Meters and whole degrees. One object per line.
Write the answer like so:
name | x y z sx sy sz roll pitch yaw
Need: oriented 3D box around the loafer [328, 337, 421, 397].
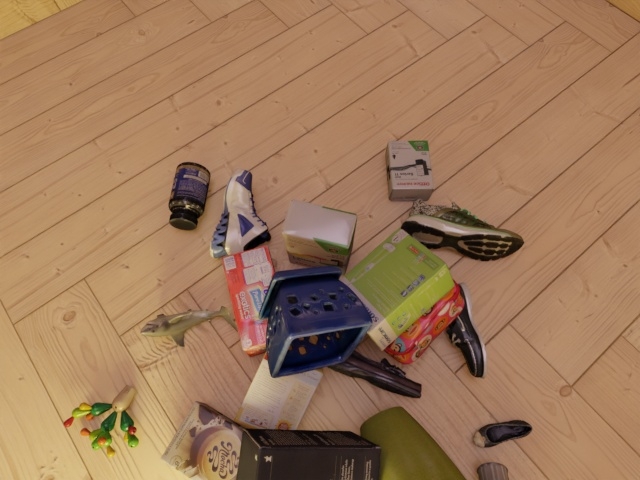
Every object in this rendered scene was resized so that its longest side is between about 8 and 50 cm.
loafer | 0.161 0.376 1.283 0.302 0.109 0.095 17 63 11

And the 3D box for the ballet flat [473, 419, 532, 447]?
ballet flat | 0.519 0.549 1.233 0.172 0.049 0.058 -14 66 -6

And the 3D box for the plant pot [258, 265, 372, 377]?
plant pot | -0.033 0.205 1.152 0.235 0.236 0.212 -6 52 -26

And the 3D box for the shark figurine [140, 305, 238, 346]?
shark figurine | -0.411 0.274 1.350 0.277 0.166 0.116 -8 91 -22

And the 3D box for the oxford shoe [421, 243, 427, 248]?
oxford shoe | 0.246 0.056 1.425 0.227 0.096 0.083 -21 67 -2

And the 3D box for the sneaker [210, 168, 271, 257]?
sneaker | -0.249 -0.073 1.481 0.182 0.127 0.316 11 73 1

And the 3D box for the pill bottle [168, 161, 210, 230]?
pill bottle | -0.461 -0.153 1.506 0.122 0.123 0.220 3 66 1

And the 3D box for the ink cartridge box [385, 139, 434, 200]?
ink cartridge box | 0.321 -0.254 1.568 0.152 0.087 0.209 -1 67 0

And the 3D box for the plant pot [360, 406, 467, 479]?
plant pot | 0.223 0.603 1.118 0.274 0.275 0.294 -21 51 -9

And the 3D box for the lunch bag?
lunch bag | 0.260 0.199 1.321 0.293 0.120 0.258 -45 46 -9

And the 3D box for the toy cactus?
toy cactus | -0.605 0.504 1.238 0.218 0.112 0.181 16 57 16

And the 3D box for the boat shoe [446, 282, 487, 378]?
boat shoe | 0.431 0.275 1.327 0.091 0.114 0.303 -4 54 -3

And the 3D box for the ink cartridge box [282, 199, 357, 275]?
ink cartridge box | 0.000 0.000 1.354 0.201 0.278 0.117 13 70 6

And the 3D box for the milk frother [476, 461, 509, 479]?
milk frother | 0.448 0.696 1.149 0.143 0.129 0.135 -21 26 21

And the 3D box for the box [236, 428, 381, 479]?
box | -0.042 0.651 1.031 0.312 0.179 0.344 12 76 -22

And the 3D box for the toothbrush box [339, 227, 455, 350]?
toothbrush box | 0.203 0.134 1.236 0.283 0.122 0.206 -40 44 -6

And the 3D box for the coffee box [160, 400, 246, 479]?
coffee box | -0.253 0.593 1.177 0.296 0.119 0.168 26 68 11

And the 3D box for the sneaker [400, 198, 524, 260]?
sneaker | 0.483 -0.060 1.458 0.409 0.158 0.182 13 58 3

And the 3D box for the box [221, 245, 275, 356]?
box | -0.193 0.188 1.343 0.153 0.142 0.300 -16 67 -7

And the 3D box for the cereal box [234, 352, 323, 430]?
cereal box | -0.117 0.436 1.220 0.172 0.047 0.240 26 94 1
